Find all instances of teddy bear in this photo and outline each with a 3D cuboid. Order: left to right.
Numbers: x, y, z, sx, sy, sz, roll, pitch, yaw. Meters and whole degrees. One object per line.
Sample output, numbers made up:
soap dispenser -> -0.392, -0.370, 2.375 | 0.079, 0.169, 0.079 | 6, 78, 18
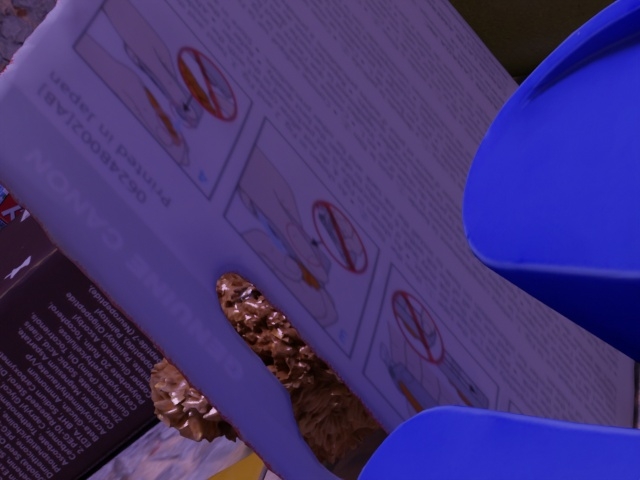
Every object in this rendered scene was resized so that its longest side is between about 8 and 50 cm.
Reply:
teddy bear -> -0.010, -0.025, 1.018 | 0.338, 0.245, 0.113 | -58, -13, -58

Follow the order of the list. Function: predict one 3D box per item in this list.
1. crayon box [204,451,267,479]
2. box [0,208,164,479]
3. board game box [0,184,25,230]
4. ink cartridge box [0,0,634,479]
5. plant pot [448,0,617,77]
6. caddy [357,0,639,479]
crayon box -> -0.101, 0.240, 0.733 | 0.203, 0.083, 0.323 | -32, 19, 28
box -> -0.177, 0.060, 1.278 | 0.381, 0.143, 0.191 | -40, 16, 9
board game box -> -0.178, 0.000, 1.416 | 0.194, 0.194, 0.060 | -49, 11, 25
ink cartridge box -> 0.000, 0.000, 0.730 | 0.091, 0.308, 0.385 | -33, 19, 26
plant pot -> 0.165, -0.226, 1.100 | 0.293, 0.275, 0.275 | 4, 45, 46
caddy -> 0.157, 0.058, 0.476 | 0.341, 0.179, 0.241 | -3, 64, 64
